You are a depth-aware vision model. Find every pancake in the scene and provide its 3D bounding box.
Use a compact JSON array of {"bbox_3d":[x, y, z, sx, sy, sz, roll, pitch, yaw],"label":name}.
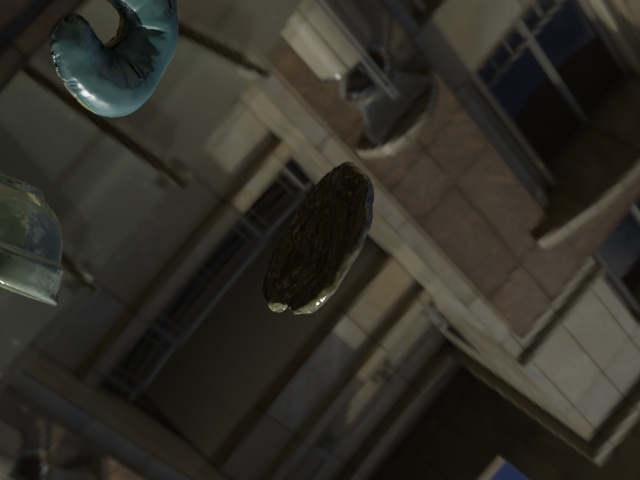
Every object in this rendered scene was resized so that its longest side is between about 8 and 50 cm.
[{"bbox_3d":[0.001,0.000,1.716,0.236,0.042,0.222,-33,-147,57],"label":"pancake"}]

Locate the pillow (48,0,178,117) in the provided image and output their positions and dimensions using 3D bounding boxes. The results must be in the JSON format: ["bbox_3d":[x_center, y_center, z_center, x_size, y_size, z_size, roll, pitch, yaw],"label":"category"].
[{"bbox_3d":[-0.278,-0.287,1.917,0.086,0.214,0.233,16,-112,30],"label":"pillow"}]

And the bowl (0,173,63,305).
[{"bbox_3d":[-0.526,-0.023,2.114,0.307,0.307,0.163,12,-98,40],"label":"bowl"}]
